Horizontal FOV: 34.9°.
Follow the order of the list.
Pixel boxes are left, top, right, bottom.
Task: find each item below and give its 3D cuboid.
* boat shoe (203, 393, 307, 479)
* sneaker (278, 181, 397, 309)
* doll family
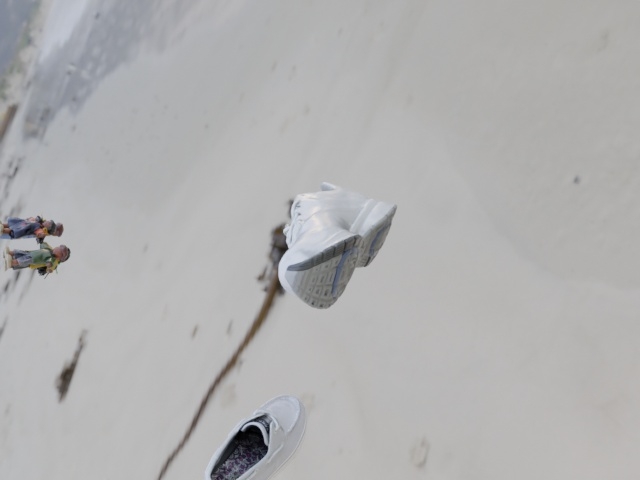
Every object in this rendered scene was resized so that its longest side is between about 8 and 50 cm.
[{"bbox_3d":[-0.068,0.211,1.057,0.184,0.066,0.063,-38,-30,-45],"label":"boat shoe"},{"bbox_3d":[0.000,0.000,1.355,0.111,0.129,0.297,-67,-12,22],"label":"sneaker"},{"bbox_3d":[-0.451,0.002,1.613,0.193,0.111,0.076,-122,34,-44],"label":"doll family"}]
